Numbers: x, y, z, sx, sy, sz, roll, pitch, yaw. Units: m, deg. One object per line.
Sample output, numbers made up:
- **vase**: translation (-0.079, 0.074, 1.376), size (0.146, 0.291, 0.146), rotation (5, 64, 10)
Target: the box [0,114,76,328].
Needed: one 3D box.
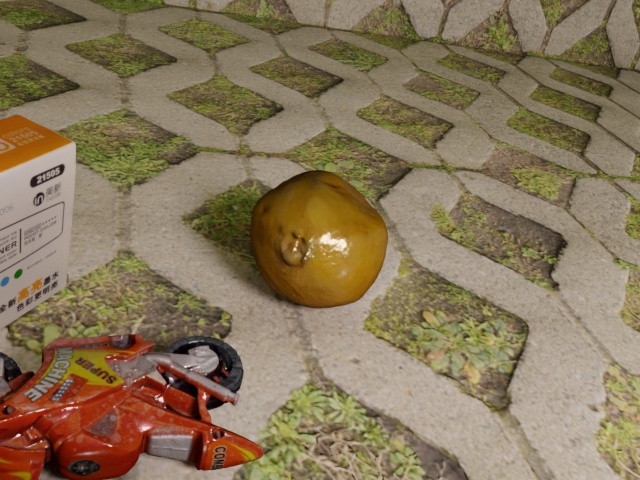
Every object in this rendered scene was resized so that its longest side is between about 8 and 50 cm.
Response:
- **box**: translation (-0.382, 0.014, 0.661), size (0.091, 0.220, 0.274), rotation (26, 36, 13)

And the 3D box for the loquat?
- **loquat**: translation (0.000, 0.000, 0.873), size (0.187, 0.176, 0.234), rotation (59, 16, -3)

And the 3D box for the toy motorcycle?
- **toy motorcycle**: translation (-0.212, 0.161, 0.613), size (0.298, 0.089, 0.171), rotation (1, 35, -21)
